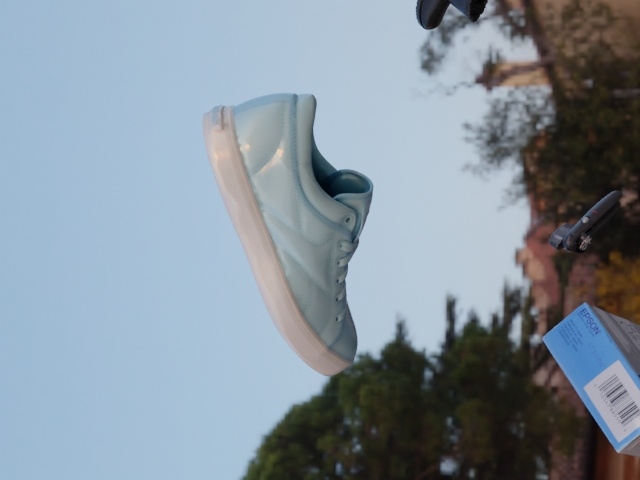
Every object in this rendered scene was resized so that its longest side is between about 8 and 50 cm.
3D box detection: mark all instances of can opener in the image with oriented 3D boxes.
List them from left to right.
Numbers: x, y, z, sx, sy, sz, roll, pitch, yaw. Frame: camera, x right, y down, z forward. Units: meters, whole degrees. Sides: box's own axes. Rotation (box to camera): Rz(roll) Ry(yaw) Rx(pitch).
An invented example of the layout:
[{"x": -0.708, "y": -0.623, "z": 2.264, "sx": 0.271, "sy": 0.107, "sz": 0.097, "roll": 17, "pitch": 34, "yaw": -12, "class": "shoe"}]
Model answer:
[{"x": 0.522, "y": -0.039, "z": 2.201, "sx": 0.186, "sy": 0.073, "sz": 0.059, "roll": -38, "pitch": -28, "yaw": -22, "class": "can opener"}]

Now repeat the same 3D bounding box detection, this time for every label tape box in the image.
[{"x": 0.576, "y": 0.263, "z": 2.025, "sx": 0.348, "sy": 0.115, "sz": 0.249, "roll": 17, "pitch": -146, "yaw": -46, "class": "label tape box"}]

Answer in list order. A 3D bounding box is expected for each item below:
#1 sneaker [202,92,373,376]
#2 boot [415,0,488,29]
[{"x": 0.000, "y": 0.000, "z": 1.277, "sx": 0.135, "sy": 0.150, "sz": 0.366, "roll": -89, "pitch": -21, "yaw": -54, "class": "sneaker"}, {"x": 0.178, "y": -0.319, "z": 1.517, "sx": 0.045, "sy": 0.099, "sz": 0.121, "roll": -12, "pitch": -50, "yaw": -32, "class": "boot"}]
